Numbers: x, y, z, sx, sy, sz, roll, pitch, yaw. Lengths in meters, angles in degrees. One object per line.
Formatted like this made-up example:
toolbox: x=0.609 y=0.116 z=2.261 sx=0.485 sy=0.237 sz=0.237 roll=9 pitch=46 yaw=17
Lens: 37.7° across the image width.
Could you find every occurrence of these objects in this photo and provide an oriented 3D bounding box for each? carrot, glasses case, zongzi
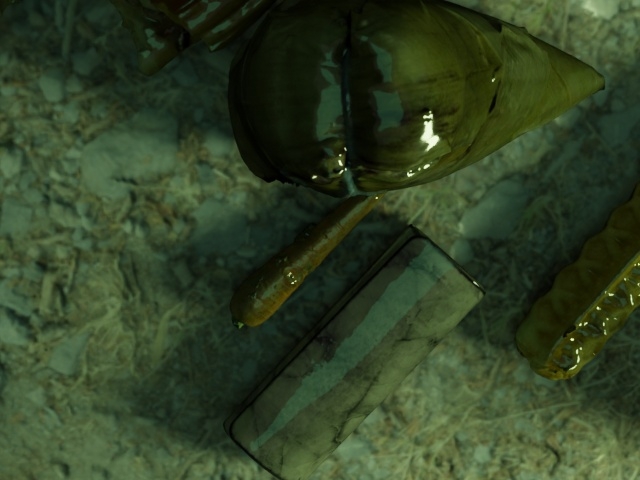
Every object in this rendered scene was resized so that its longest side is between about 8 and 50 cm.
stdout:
carrot: x=0.000 y=0.000 z=0.972 sx=0.254 sy=0.049 sz=0.049 roll=-42 pitch=104 yaw=4
glasses case: x=0.036 y=0.126 z=0.998 sx=0.114 sy=0.060 sz=0.299 roll=41 pitch=98 yaw=-14
zongzi: x=0.120 y=-0.130 z=0.791 sx=0.392 sy=0.356 sz=0.174 roll=-4 pitch=98 yaw=-6

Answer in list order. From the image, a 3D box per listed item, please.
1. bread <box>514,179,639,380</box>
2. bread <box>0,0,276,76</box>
bread: x=0.343 y=-0.002 z=0.987 sx=0.367 sy=0.084 sz=0.077 roll=-51 pitch=146 yaw=9
bread: x=-0.184 y=-0.300 z=0.804 sx=0.370 sy=0.191 sz=0.314 roll=-32 pitch=111 yaw=16
